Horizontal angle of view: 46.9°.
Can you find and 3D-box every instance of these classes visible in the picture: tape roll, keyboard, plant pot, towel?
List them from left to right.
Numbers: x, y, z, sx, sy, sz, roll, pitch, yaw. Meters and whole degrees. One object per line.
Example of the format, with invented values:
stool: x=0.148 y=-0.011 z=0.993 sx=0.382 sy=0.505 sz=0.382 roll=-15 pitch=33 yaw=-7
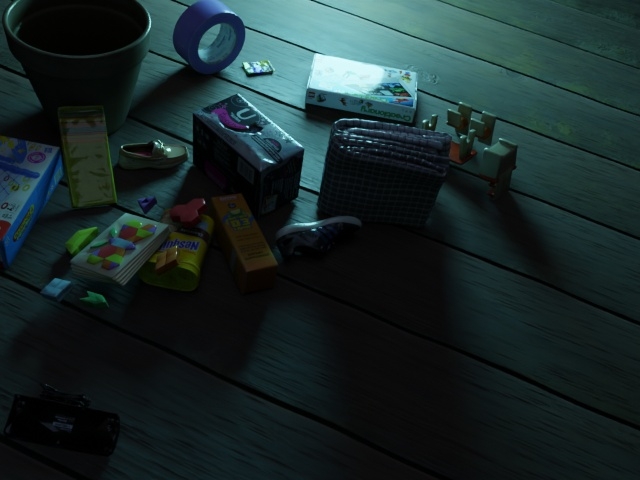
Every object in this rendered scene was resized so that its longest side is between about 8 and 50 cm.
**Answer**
keyboard: x=-0.441 y=0.311 z=1.285 sx=0.192 sy=0.038 sz=0.100 roll=12 pitch=69 yaw=-1
plant pot: x=-0.571 y=-0.412 z=1.771 sx=0.323 sy=0.280 sz=0.323 roll=6 pitch=46 yaw=-7
towel: x=-0.527 y=-0.192 z=1.667 sx=0.102 sy=0.021 sz=0.237 roll=-8 pitch=80 yaw=-17
tape roll: x=-0.305 y=-0.560 z=2.032 sx=0.189 sy=0.189 sz=0.080 roll=-27 pitch=57 yaw=-32
towel: x=-0.178 y=-0.498 z=2.123 sx=0.083 sy=0.009 sz=0.060 roll=-11 pitch=50 yaw=-21
towel: x=0.145 y=-0.143 z=1.693 sx=0.284 sy=0.235 sz=0.121 roll=9 pitch=49 yaw=-1

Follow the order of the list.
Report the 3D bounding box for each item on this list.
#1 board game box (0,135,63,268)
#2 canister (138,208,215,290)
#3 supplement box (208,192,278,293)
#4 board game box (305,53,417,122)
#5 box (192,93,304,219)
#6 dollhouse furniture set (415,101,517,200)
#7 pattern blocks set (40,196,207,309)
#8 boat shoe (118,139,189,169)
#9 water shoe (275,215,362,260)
board game box: x=-0.755 y=-0.105 z=1.574 sx=0.302 sy=0.086 sz=0.308 roll=11 pitch=46 yaw=-1
canister: x=-0.300 y=0.016 z=1.560 sx=0.126 sy=0.073 sz=0.169 roll=11 pitch=44 yaw=0
supplement box: x=-0.171 y=0.002 z=1.597 sx=0.078 sy=0.080 sz=0.233 roll=-12 pitch=48 yaw=-24
board game box: x=0.119 y=-0.434 z=2.091 sx=0.305 sy=0.053 sz=0.193 roll=11 pitch=45 yaw=-1
box: x=-0.171 y=-0.201 z=1.731 sx=0.142 sy=0.163 sz=0.247 roll=-32 pitch=60 yaw=-33
dollhouse furniture set: x=0.369 y=-0.220 z=1.914 sx=0.259 sy=0.135 sz=0.262 roll=30 pitch=47 yaw=32
pattern blocks set: x=-0.402 y=0.014 z=1.501 sx=0.286 sy=0.026 sz=0.324 roll=2 pitch=42 yaw=22
boat shoe: x=-0.397 y=-0.210 z=1.766 sx=0.170 sy=0.059 sz=0.063 roll=-10 pitch=50 yaw=-20
water shoe: x=0.000 y=0.000 z=1.653 sx=0.203 sy=0.073 sz=0.080 roll=-10 pitch=71 yaw=-15
